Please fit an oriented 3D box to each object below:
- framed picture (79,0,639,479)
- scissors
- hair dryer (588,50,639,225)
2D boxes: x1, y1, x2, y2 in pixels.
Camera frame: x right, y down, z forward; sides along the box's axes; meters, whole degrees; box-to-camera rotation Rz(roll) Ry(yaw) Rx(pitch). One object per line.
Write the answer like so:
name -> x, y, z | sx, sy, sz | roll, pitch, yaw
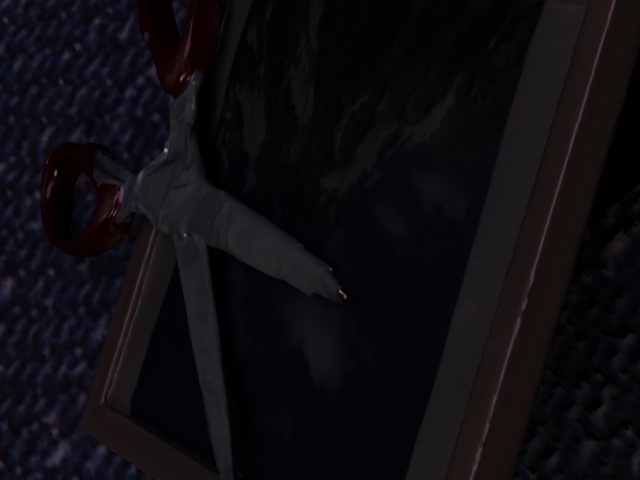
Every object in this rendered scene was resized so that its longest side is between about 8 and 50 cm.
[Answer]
framed picture -> 0.000, 0.000, 0.626 | 0.281, 0.019, 0.209 | 13, 86, 62
scissors -> -0.049, -0.012, 0.687 | 0.144, 0.017, 0.247 | -62, 32, 20
hair dryer -> 0.166, -0.018, 0.580 | 0.195, 0.078, 0.248 | -39, 62, 14
